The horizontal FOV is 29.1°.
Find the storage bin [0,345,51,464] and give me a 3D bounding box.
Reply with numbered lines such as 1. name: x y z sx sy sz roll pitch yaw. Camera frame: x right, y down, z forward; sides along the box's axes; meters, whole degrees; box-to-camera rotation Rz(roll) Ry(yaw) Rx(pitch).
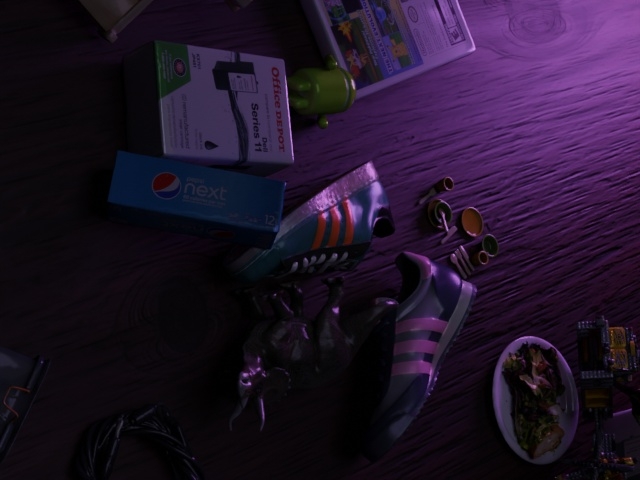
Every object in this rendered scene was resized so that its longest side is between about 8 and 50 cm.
1. storage bin: -0.365 0.171 1.335 0.091 0.098 0.135 30 61 -18

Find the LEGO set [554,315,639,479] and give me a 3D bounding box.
1. LEGO set: 0.493 0.251 1.855 0.192 0.255 0.331 68 29 -57

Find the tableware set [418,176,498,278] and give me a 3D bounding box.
1. tableware set: 0.219 -0.026 1.902 0.104 0.024 0.154 -41 105 -38

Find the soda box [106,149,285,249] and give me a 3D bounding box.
1. soda box: -0.153 -0.048 1.516 0.210 0.067 0.071 11 69 -8

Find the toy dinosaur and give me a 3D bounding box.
1. toy dinosaur: -0.030 0.134 1.620 0.313 0.121 0.160 -10 98 -45

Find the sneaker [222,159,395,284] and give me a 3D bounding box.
1. sneaker: 0.000 0.000 1.660 0.302 0.108 0.121 -34 97 -41

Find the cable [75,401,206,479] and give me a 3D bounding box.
1. cable: -0.208 0.291 1.457 0.150 0.047 0.184 -20 92 -40

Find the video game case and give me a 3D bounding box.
1. video game case: 0.079 -0.400 1.873 0.300 0.036 0.329 -26 97 -40

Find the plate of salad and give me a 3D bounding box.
1. plate of salad: 0.343 0.247 1.919 0.200 0.048 0.200 11 73 -36

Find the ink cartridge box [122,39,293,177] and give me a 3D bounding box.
1. ink cartridge box: -0.143 -0.166 1.598 0.208 0.087 0.153 1 79 -40

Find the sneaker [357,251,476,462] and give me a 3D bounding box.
1. sneaker: 0.101 0.155 1.723 0.131 0.112 0.319 35 55 -8

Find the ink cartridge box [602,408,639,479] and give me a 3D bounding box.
1. ink cartridge box: 0.565 0.399 1.998 0.207 0.119 0.353 28 54 -32

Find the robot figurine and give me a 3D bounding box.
1. robot figurine: 0.001 -0.211 1.740 0.115 0.067 0.101 -8 113 -39

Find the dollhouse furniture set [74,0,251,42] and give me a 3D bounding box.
1. dollhouse furniture set: -0.252 -0.369 1.594 0.355 0.174 0.303 -44 123 -7
